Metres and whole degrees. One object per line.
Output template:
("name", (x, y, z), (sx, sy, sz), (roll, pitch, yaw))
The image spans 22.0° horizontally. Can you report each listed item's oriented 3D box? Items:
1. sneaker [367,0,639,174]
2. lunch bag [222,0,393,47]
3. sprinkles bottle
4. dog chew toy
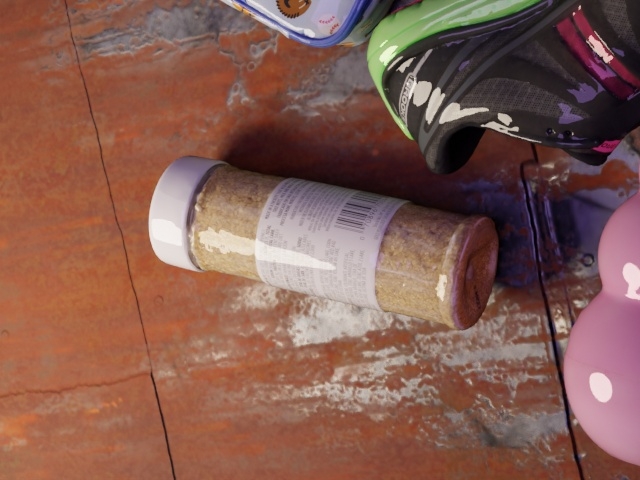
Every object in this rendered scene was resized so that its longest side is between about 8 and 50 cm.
("sneaker", (0.271, -0.179, 1.504), (0.483, 0.185, 0.202), (-16, 94, 39))
("lunch bag", (-0.037, -0.352, 1.657), (0.303, 0.115, 0.243), (34, 110, 17))
("sprinkles bottle", (0.000, 0.000, 1.694), (0.355, 0.121, 0.121), (12, 105, 25))
("dog chew toy", (0.337, 0.039, 1.493), (0.206, 0.206, 0.332), (10, 96, 25))
